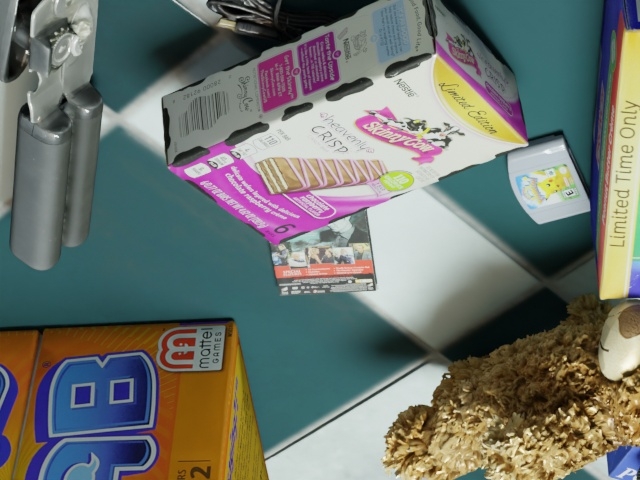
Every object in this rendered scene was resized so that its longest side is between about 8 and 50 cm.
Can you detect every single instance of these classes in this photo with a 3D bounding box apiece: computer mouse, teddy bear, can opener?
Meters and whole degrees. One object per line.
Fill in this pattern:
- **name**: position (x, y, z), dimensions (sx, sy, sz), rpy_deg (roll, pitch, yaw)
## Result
- **computer mouse**: position (-0.018, -0.218, 1.450), dimensions (0.106, 0.042, 0.193), rpy_deg (15, 139, -4)
- **teddy bear**: position (0.191, 0.117, 1.633), dimensions (0.338, 0.245, 0.113), rpy_deg (-10, 105, 61)
- **can opener**: position (-0.223, -0.104, 1.569), dimensions (0.095, 0.076, 0.283), rpy_deg (32, 138, 18)

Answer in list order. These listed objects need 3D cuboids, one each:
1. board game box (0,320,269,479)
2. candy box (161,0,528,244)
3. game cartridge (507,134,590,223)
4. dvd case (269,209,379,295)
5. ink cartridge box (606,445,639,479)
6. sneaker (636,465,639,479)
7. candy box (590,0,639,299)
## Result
- **board game box**: position (-0.235, 0.325, 1.774), dimensions (0.356, 0.357, 0.356), rpy_deg (-3, 134, 6)
- **candy box**: position (0.019, -0.090, 1.521), dimensions (0.233, 0.071, 0.159), rpy_deg (-23, 147, 23)
- **game cartridge**: position (0.183, -0.048, 1.620), dimensions (0.056, 0.017, 0.083), rpy_deg (-13, 132, 21)
- **dvd case**: position (0.000, 0.000, 1.680), dimensions (0.087, 0.013, 0.119), rpy_deg (-4, 135, 7)
- **ink cartridge box**: position (0.376, 0.200, 1.830), dimensions (0.207, 0.046, 0.097), rpy_deg (18, 131, -13)
- **sneaker**: position (0.366, 0.211, 1.780), dimensions (0.161, 0.057, 0.075), rpy_deg (-15, 147, 14)
- **candy box**: position (0.367, -0.088, 1.493), dimensions (0.317, 0.122, 0.268), rpy_deg (0, 134, 4)
